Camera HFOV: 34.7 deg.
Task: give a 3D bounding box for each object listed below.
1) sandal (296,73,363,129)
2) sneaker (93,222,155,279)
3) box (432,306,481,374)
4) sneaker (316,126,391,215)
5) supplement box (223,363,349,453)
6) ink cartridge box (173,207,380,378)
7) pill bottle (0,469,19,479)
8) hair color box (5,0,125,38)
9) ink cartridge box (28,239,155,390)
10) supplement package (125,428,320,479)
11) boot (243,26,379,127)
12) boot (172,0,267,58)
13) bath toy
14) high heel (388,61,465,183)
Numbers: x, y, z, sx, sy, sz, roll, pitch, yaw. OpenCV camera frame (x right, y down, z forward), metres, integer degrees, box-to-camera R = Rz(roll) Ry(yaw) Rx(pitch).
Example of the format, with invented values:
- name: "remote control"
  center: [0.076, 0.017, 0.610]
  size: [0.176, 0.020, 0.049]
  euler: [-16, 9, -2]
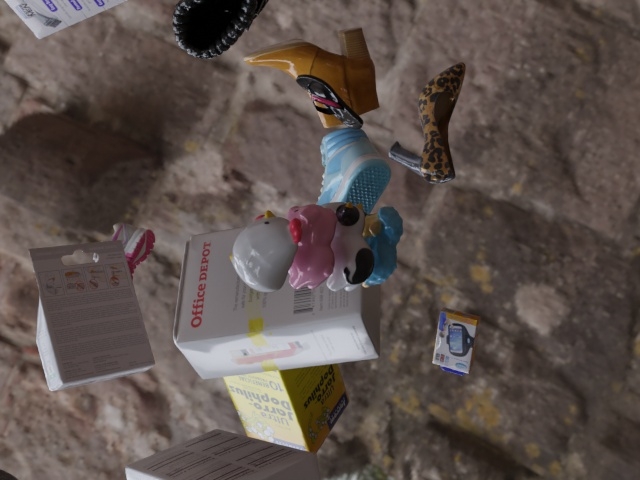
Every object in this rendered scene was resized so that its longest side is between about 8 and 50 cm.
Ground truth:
- name: "sandal"
  center: [0.018, -0.292, 2.210]
  size: [0.179, 0.040, 0.067]
  euler: [40, 158, -17]
- name: "sneaker"
  center: [-0.538, 0.062, 2.653]
  size: [0.111, 0.252, 0.103]
  euler: [28, 168, 21]
- name: "box"
  center: [0.278, 0.213, 2.107]
  size: [0.081, 0.136, 0.028]
  euler: [14, -163, 24]
- name: "sneaker"
  center: [0.040, -0.129, 2.418]
  size: [0.127, 0.319, 0.208]
  euler: [12, -140, -34]
- name: "supplement box"
  center: [-0.092, 0.304, 2.387]
  size: [0.194, 0.195, 0.356]
  euler: [11, 135, 31]
- name: "ink cartridge box"
  center: [-0.081, 0.109, 2.086]
  size: [0.384, 0.279, 0.160]
  euler: [-9, 140, 14]
- name: "pill bottle"
  center: [-0.500, 0.435, 1.442]
  size: [0.123, 0.219, 0.123]
  euler: [21, -176, -2]
- name: "hair color box"
  center: [-0.450, -0.541, 1.991]
  size: [0.185, 0.339, 0.110]
  euler: [58, -170, -64]
- name: "ink cartridge box"
  center: [-0.380, 0.119, 1.669]
  size: [0.181, 0.056, 0.225]
  euler: [-7, -107, -45]
- name: "supplement package"
  center: [-0.149, 0.446, 1.654]
  size: [0.198, 0.199, 0.262]
  euler: [-16, -169, -42]
- name: "boot"
  center: [-0.016, -0.358, 2.348]
  size: [0.295, 0.211, 0.104]
  euler: [-12, -163, -5]
- name: "boot"
  center: [-0.121, -0.484, 1.718]
  size: [0.131, 0.348, 0.260]
  euler: [23, -153, 2]
- name: "bath toy"
  center: [0.000, 0.000, 1.657]
  size: [0.348, 0.129, 0.151]
  euler: [-2, -126, -52]
- name: "high heel"
  center: [0.275, -0.244, 2.154]
  size: [0.093, 0.261, 0.186]
  euler: [32, -178, -44]
